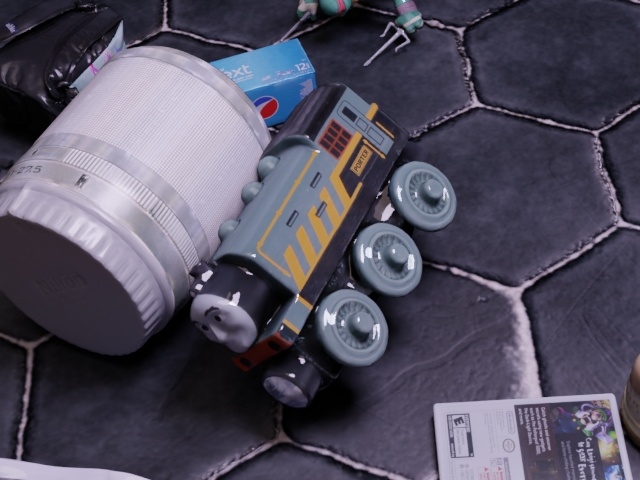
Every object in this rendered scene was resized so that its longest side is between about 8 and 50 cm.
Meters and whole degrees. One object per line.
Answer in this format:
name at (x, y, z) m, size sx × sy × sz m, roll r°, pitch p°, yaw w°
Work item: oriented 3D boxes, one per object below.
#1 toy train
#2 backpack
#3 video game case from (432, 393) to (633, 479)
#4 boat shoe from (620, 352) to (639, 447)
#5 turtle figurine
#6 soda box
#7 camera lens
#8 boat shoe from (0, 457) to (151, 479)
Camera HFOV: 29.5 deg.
toy train at (0.000, 0.000, 1.199) m, size 0.190 × 0.142 × 0.334 m, roll 38°, pitch 56°, yaw -12°
backpack at (-0.318, -0.215, 1.485) m, size 0.152 × 0.115 × 0.182 m, roll 28°, pitch 55°, yaw 14°
video game case at (0.195, 0.225, 1.097) m, size 0.173 × 0.022 × 0.190 m, roll -4°, pitch 47°, yaw 3°
boat shoe at (0.447, 0.114, 1.108) m, size 0.341 × 0.110 × 0.121 m, roll -13°, pitch 48°, yaw -5°
turtle figurine at (0.059, -0.322, 1.538) m, size 0.175 × 0.118 × 0.234 m, roll 26°, pitch 54°, yaw 27°
soda box at (-0.112, -0.170, 1.452) m, size 0.210 × 0.067 × 0.071 m, roll -17°, pitch 48°, yaw -9°
camera lens at (-0.192, -0.048, 1.250) m, size 0.219 × 0.219 × 0.274 m, roll 18°, pitch 53°, yaw 21°
boat shoe at (-0.228, 0.246, 1.092) m, size 0.228 × 0.080 × 0.076 m, roll 7°, pitch 64°, yaw 10°
